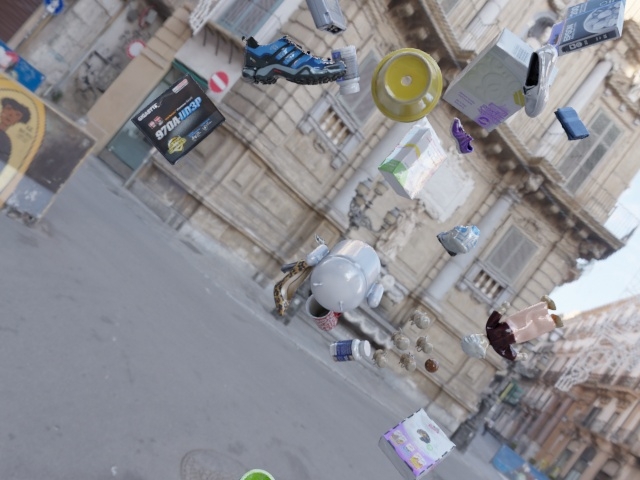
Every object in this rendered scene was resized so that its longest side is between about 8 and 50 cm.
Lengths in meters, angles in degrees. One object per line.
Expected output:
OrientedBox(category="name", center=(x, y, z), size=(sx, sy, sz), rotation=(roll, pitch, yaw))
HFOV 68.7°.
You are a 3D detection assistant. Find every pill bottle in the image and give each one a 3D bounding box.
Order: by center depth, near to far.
OrientedBox(category="pill bottle", center=(0.081, -0.536, 1.478), size=(0.078, 0.078, 0.137), rotation=(32, -42, 61))
OrientedBox(category="pill bottle", center=(0.094, 0.349, 1.489), size=(0.120, 0.067, 0.067), rotation=(-12, -31, 26))

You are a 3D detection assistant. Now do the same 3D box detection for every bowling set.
OrientedBox(category="bowling set", center=(0.354, 0.433, 1.824), size=(0.200, 0.287, 0.154), rotation=(49, 0, -5))

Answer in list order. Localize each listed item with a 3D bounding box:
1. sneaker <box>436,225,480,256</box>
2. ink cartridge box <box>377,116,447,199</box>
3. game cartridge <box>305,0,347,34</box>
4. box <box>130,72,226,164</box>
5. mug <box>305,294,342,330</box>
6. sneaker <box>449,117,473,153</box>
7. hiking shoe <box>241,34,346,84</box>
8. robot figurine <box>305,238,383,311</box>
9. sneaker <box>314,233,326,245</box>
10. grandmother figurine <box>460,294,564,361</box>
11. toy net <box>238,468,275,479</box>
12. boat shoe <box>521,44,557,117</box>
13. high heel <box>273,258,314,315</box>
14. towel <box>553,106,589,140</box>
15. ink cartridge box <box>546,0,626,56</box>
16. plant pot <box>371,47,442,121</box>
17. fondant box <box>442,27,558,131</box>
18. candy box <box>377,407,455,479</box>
OrientedBox(category="sneaker", center=(0.411, -0.004, 1.399), size=(0.085, 0.086, 0.237), rotation=(53, -1, -1))
OrientedBox(category="ink cartridge box", center=(0.462, -0.396, 2.224), size=(0.207, 0.354, 0.119), rotation=(44, -8, -35))
OrientedBox(category="game cartridge", center=(0.001, -0.699, 1.337), size=(0.198, 0.062, 0.297), rotation=(64, 20, -12))
OrientedBox(category="box", center=(-0.423, -0.362, 1.407), size=(0.175, 0.220, 0.051), rotation=(51, -11, -22))
OrientedBox(category="mug", center=(0.028, 0.304, 1.928), size=(0.150, 0.113, 0.169), rotation=(8, -30, 17))
OrientedBox(category="sneaker", center=(0.576, -0.424, 1.891), size=(0.071, 0.068, 0.170), rotation=(9, -34, 46))
OrientedBox(category="hiking shoe", center=(-0.076, -0.518, 1.335), size=(0.303, 0.132, 0.113), rotation=(1, 8, -2))
OrientedBox(category="robot figurine", center=(0.090, 0.123, 1.654), size=(0.299, 0.200, 0.353), rotation=(31, 30, 10))
OrientedBox(category="sneaker", center=(0.000, 0.000, 2.118), size=(0.083, 0.036, 0.032), rotation=(58, 12, -29))
OrientedBox(category="grandmother figurine", center=(0.648, 0.317, 1.608), size=(0.104, 0.342, 0.208), rotation=(72, -2, -76))
OrientedBox(category="toy net", center=(-0.053, 0.456, 0.691), size=(0.232, 0.122, 0.045), rotation=(40, -48, 1))
OrientedBox(category="boat shoe", center=(0.538, -0.391, 1.176), size=(0.184, 0.063, 0.066), rotation=(88, -24, -47))
OrientedBox(category="high heel", center=(-0.114, 0.205, 2.097), size=(0.186, 0.262, 0.093), rotation=(-14, -35, 34))
OrientedBox(category="towel", center=(0.785, -0.365, 1.464), size=(0.029, 0.066, 0.120), rotation=(99, -20, -60))
OrientedBox(category="ink cartridge box", center=(0.764, -0.627, 1.368), size=(0.208, 0.206, 0.045), rotation=(-6, -43, 45))
OrientedBox(category="plant pot", center=(0.296, -0.540, 1.619), size=(0.254, 0.254, 0.239), rotation=(39, 15, 1))
OrientedBox(category="fondant box", center=(0.635, -0.563, 1.690), size=(0.238, 0.096, 0.330), rotation=(33, -21, -6))
OrientedBox(category="candy box", center=(0.321, 0.684, 1.564), size=(0.165, 0.196, 0.070), rotation=(45, -42, 35))
